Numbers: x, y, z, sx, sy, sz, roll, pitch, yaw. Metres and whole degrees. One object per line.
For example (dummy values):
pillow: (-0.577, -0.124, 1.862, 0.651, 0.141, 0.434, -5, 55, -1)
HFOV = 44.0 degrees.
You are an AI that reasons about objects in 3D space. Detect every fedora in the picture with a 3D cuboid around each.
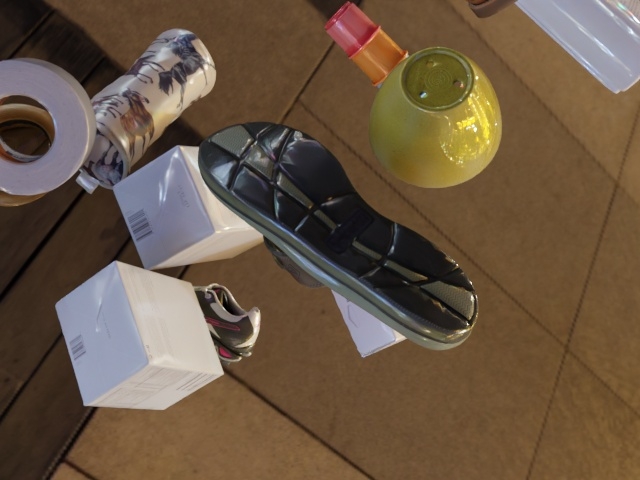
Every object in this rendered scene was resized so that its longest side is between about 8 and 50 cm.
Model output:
fedora: (-0.549, -0.150, 1.428, 0.194, 0.079, 0.194, 1, 84, -12)

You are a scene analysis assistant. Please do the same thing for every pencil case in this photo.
pencil case: (-0.363, -0.276, 1.619, 0.160, 0.183, 0.410, 43, 45, -14)

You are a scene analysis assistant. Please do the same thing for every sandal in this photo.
sandal: (0.000, 0.001, 0.704, 0.303, 0.086, 0.120, 42, 48, 17)

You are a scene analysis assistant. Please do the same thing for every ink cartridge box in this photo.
ink cartridge box: (0.150, 0.135, 1.721, 0.237, 0.100, 0.172, -11, 74, -55)

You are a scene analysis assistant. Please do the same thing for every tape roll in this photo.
tape roll: (-0.485, -0.187, 1.300, 0.219, 0.072, 0.219, -2, 106, -6)

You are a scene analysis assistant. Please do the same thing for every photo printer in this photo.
photo printer: (0.422, -0.400, 1.309, 0.307, 0.107, 0.256, 42, 35, -1)

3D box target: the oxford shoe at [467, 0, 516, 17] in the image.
oxford shoe: (0.212, -0.301, 0.776, 0.076, 0.212, 0.076, 36, 48, -26)

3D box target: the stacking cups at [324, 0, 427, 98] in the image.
stacking cups: (0.140, -0.267, 1.324, 0.316, 0.096, 0.096, 44, 55, -11)

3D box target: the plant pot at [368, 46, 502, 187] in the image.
plant pot: (0.110, -0.130, 0.759, 0.134, 0.095, 0.134, -2, 71, 6)

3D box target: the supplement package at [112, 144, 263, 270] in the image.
supplement package: (-0.218, -0.064, 1.533, 0.293, 0.175, 0.177, -7, 72, -63)

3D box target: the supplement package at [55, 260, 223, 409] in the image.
supplement package: (-0.307, 0.169, 1.354, 0.203, 0.149, 0.194, 26, 36, -59)

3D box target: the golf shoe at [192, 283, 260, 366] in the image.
golf shoe: (-0.233, 0.120, 1.508, 0.273, 0.120, 0.105, 29, 23, 10)
